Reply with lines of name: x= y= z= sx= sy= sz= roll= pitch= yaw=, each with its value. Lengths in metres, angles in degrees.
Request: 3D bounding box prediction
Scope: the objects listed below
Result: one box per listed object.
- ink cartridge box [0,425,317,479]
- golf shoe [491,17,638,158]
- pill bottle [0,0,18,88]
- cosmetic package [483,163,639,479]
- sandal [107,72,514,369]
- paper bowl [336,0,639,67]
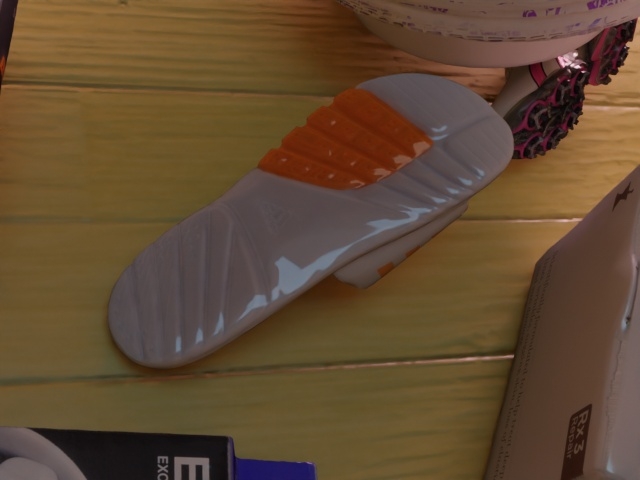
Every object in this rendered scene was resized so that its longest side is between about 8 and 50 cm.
ink cartridge box: x=-0.089 y=0.194 z=0.467 sx=0.208 sy=0.045 sz=0.206 roll=6 pitch=59 yaw=-18
golf shoe: x=0.162 y=-0.125 z=0.734 sx=0.086 sy=0.067 sz=0.186 roll=25 pitch=51 yaw=25
pill bottle: x=-0.238 y=-0.054 z=0.505 sx=0.130 sy=0.130 sz=0.245 roll=9 pitch=59 yaw=-14
cosmetic package: x=0.303 y=0.138 z=0.573 sx=0.385 sy=0.156 sz=0.217 roll=26 pitch=56 yaw=-2
sandal: x=-0.007 y=-0.007 z=0.602 sx=0.265 sy=0.076 sz=0.102 roll=-32 pitch=65 yaw=-10
paper bowl: x=0.116 y=-0.229 z=0.688 sx=0.284 sy=0.148 sz=0.284 roll=-2 pitch=44 yaw=2
